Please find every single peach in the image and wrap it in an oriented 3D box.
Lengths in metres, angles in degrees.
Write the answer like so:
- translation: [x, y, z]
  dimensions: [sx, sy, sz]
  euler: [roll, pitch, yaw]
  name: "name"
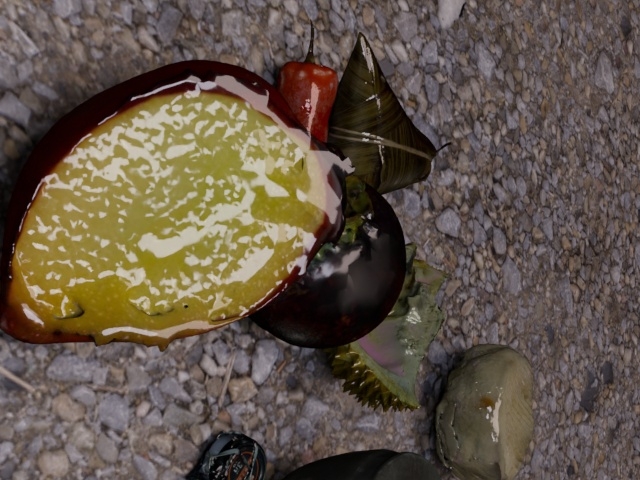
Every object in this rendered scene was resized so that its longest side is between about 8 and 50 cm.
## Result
- translation: [-0.167, -0.027, 0.975]
  dimensions: [0.361, 0.201, 0.258]
  euler: [-36, 109, -14]
  name: "peach"

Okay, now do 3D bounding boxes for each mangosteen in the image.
- translation: [0.000, 0.000, 1.154]
  dimensions: [0.289, 0.231, 0.231]
  euler: [111, 2, -62]
  name: "mangosteen"

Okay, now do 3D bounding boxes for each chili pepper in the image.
- translation: [-0.020, -0.199, 1.282]
  dimensions: [0.084, 0.086, 0.192]
  euler: [6, 87, -34]
  name: "chili pepper"

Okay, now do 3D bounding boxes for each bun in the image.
- translation: [0.268, 0.292, 1.604]
  dimensions: [0.239, 0.141, 0.239]
  euler: [-2, 92, -59]
  name: "bun"

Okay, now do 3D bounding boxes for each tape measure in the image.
- translation: [-0.109, 0.283, 1.179]
  dimensions: [0.094, 0.054, 0.091]
  euler: [-48, 127, -34]
  name: "tape measure"

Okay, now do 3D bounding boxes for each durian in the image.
- translation: [0.089, 0.102, 1.353]
  dimensions: [0.306, 0.166, 0.172]
  euler: [-52, 131, -52]
  name: "durian"

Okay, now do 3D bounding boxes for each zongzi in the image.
- translation: [0.105, -0.179, 1.373]
  dimensions: [0.247, 0.111, 0.241]
  euler: [-20, 130, -50]
  name: "zongzi"

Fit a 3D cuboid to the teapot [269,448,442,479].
- translation: [0.001, 0.403, 1.171]
  dimensions: [0.240, 0.239, 0.322]
  euler: [62, 40, -29]
  name: "teapot"
